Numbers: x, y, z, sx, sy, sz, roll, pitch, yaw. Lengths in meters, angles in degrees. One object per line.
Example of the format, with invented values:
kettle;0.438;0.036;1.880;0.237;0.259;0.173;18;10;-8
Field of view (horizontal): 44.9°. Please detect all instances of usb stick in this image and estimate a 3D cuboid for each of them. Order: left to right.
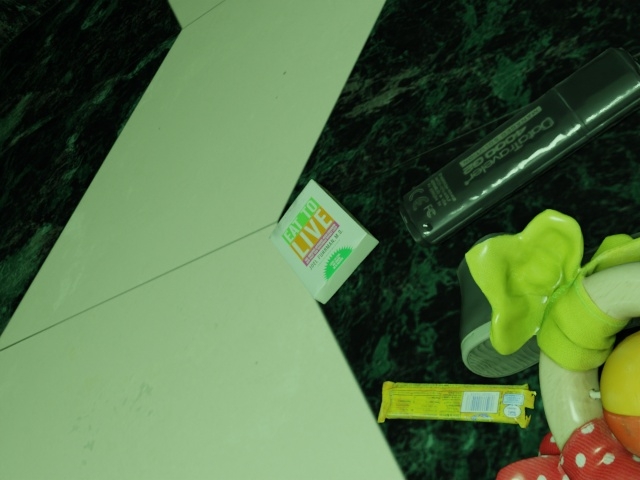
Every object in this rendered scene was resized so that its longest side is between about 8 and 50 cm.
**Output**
usb stick;0.203;-0.091;0.786;0.278;0.045;0.077;-36;47;18

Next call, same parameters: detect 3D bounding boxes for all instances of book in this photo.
book;0.000;0.000;0.928;0.096;0.035;0.144;-50;39;6

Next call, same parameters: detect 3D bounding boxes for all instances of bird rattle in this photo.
bird rattle;0.186;0.105;0.481;0.207;0.143;0.253;-16;72;60

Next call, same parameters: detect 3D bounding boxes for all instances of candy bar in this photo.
candy bar;0.116;0.146;0.695;0.162;0.018;0.040;-8;57;41

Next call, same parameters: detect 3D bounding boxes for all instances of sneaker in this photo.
sneaker;0.209;0.019;0.655;0.222;0.083;0.118;-28;39;24
